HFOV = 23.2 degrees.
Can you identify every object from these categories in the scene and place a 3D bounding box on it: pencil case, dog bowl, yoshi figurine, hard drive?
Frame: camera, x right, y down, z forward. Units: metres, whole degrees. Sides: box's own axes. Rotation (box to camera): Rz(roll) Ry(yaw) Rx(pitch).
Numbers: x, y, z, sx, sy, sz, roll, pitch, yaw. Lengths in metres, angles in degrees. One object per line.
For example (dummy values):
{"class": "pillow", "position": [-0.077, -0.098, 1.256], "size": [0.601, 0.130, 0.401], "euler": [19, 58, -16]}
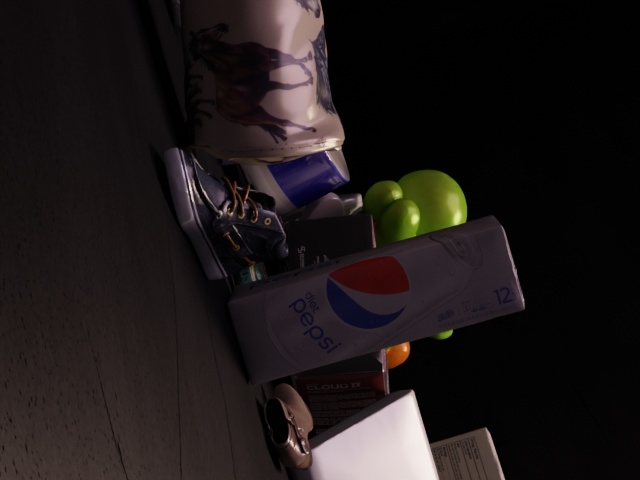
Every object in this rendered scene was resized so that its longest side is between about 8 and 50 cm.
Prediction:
{"class": "pencil case", "position": [-0.065, -0.283, 1.611], "size": [0.183, 0.160, 0.410], "euler": [-7, 94, -66]}
{"class": "dog bowl", "position": [-0.063, -0.171, 2.042], "size": [0.264, 0.104, 0.265], "euler": [63, 8, -16]}
{"class": "yoshi figurine", "position": [0.112, 0.027, 2.164], "size": [0.362, 0.204, 0.203], "euler": [104, 5, -57]}
{"class": "hard drive", "position": [0.077, 0.349, 1.770], "size": [0.203, 0.040, 0.307], "euler": [-23, 99, -47]}

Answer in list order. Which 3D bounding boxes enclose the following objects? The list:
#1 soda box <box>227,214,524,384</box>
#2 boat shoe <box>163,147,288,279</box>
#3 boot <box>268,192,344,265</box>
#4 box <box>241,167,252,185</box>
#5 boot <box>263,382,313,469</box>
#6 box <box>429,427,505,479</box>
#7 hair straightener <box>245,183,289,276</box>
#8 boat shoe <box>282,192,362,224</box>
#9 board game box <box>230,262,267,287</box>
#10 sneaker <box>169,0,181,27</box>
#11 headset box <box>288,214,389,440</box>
{"class": "soda box", "position": [0.055, 0.058, 1.576], "size": [0.098, 0.286, 0.091], "euler": [-80, 155, -82]}
{"class": "boat shoe", "position": [-0.084, -0.033, 1.404], "size": [0.183, 0.083, 0.065], "euler": [70, 5, -58]}
{"class": "boot", "position": [-0.028, -0.009, 2.163], "size": [0.086, 0.069, 0.190], "euler": [59, -41, 40]}
{"class": "box", "position": [-0.094, -0.125, 2.283], "size": [0.178, 0.042, 0.109], "euler": [71, 5, -59]}
{"class": "boot", "position": [-0.037, 0.184, 1.617], "size": [0.118, 0.042, 0.087], "euler": [67, 6, 35]}
{"class": "box", "position": [0.135, 0.364, 2.034], "size": [0.148, 0.232, 0.126], "euler": [-102, 175, -51]}
{"class": "hair straightener", "position": [-0.063, 0.032, 2.085], "size": [0.089, 0.047, 0.230], "euler": [58, 20, -81]}
{"class": "boat shoe", "position": [-0.003, 0.001, 2.329], "size": [0.320, 0.118, 0.103], "euler": [136, -56, -71]}
{"class": "board game box", "position": [-0.067, 0.080, 1.735], "size": [0.186, 0.026, 0.126], "euler": [52, 23, -84]}
{"class": "sneaker", "position": [-0.122, -0.367, 1.979], "size": [0.210, 0.137, 0.365], "euler": [99, -4, -59]}
{"class": "headset box", "position": [0.025, 0.119, 1.932], "size": [0.293, 0.110, 0.218], "euler": [81, 5, -61]}
